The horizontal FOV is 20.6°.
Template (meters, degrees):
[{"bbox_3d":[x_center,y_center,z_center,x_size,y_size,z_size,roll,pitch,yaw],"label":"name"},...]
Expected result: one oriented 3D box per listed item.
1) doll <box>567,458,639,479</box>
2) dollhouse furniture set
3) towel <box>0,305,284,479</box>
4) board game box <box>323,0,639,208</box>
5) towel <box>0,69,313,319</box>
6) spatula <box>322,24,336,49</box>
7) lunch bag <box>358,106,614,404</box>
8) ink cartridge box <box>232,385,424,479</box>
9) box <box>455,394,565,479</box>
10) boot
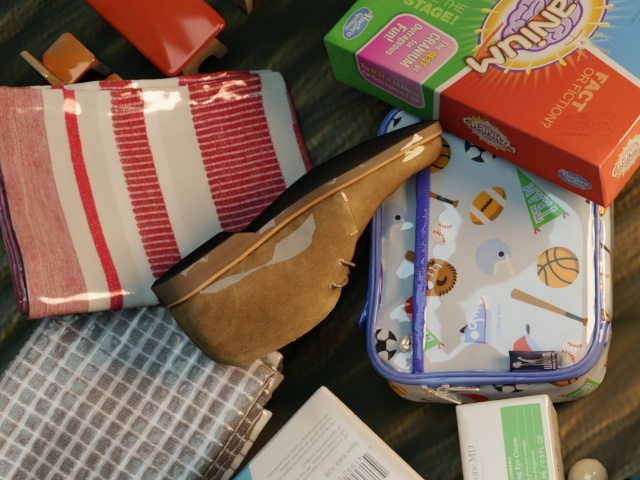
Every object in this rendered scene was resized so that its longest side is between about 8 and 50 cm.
[{"bbox_3d":[0.288,0.276,1.592,0.129,0.046,0.189,-37,70,-2],"label":"doll"},{"bbox_3d":[-0.210,-0.271,1.812,0.259,0.135,0.262,42,85,19],"label":"dollhouse furniture set"},{"bbox_3d":[-0.195,0.175,1.681,0.235,0.121,0.284,30,81,17],"label":"towel"},{"bbox_3d":[0.200,-0.194,1.654,0.316,0.064,0.242,28,67,30],"label":"board game box"},{"bbox_3d":[-0.152,-0.052,1.693,0.329,0.037,0.237,-6,68,-26],"label":"towel"},{"bbox_3d":[0.136,-0.264,1.795,0.296,0.030,0.084,-28,70,2],"label":"spatula"},{"bbox_3d":[0.154,0.013,1.665,0.243,0.115,0.303,0,72,13],"label":"lunch bag"},{"bbox_3d":[0.047,0.305,1.551,0.270,0.197,0.198,42,85,20],"label":"ink cartridge box"},{"bbox_3d":[0.175,0.201,1.608,0.087,0.102,0.101,-8,73,11],"label":"box"},{"bbox_3d":[0.000,0.000,1.627,0.305,0.112,0.115,-35,97,-4],"label":"boot"}]
